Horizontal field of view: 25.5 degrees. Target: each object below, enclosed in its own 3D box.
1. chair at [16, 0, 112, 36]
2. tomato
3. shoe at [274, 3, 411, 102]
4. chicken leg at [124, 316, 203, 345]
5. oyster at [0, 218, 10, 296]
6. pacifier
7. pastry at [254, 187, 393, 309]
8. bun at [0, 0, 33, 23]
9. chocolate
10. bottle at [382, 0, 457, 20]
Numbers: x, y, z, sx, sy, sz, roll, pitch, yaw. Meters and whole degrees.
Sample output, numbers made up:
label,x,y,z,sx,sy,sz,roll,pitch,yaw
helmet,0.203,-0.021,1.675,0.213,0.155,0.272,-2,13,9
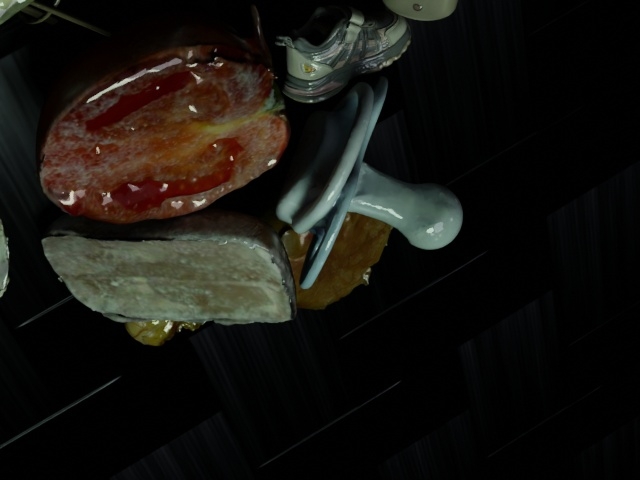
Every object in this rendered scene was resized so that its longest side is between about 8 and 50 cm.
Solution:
label,x,y,z,sx,sy,sz,roll,pitch,yaw
chair,-0.314,-0.272,1.417,0.222,0.104,0.095,8,94,-49
tomato,-0.187,-0.157,1.564,0.309,0.170,0.309,-18,148,-12
shoe,0.022,-0.246,1.719,0.180,0.089,0.092,-31,129,-15
chicken leg,-0.181,0.053,1.857,0.101,0.085,0.207,27,105,-14
oyster,-0.451,0.040,1.644,0.191,0.081,0.163,-26,114,-17
pacifier,0.072,-0.063,1.722,0.226,0.287,0.238,21,150,-9
pastry,0.000,0.000,1.934,0.219,0.100,0.229,-17,133,-31
bun,-0.373,-0.340,1.195,0.364,0.202,0.364,-10,128,-12
chocolate,-0.178,0.020,1.730,0.303,0.100,0.185,-1,146,15
bottle,0.126,-0.372,1.663,0.110,0.097,0.209,14,130,6
